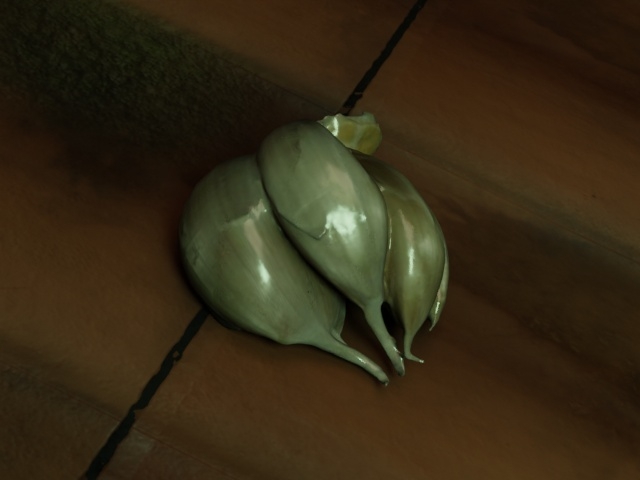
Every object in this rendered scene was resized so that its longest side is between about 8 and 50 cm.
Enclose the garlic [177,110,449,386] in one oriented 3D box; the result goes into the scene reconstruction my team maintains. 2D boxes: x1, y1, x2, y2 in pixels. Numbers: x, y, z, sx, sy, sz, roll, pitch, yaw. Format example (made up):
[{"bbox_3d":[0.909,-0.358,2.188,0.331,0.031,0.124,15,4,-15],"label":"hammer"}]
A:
[{"bbox_3d":[0.000,0.000,1.474,0.237,0.210,0.292,35,27,-35],"label":"garlic"}]
